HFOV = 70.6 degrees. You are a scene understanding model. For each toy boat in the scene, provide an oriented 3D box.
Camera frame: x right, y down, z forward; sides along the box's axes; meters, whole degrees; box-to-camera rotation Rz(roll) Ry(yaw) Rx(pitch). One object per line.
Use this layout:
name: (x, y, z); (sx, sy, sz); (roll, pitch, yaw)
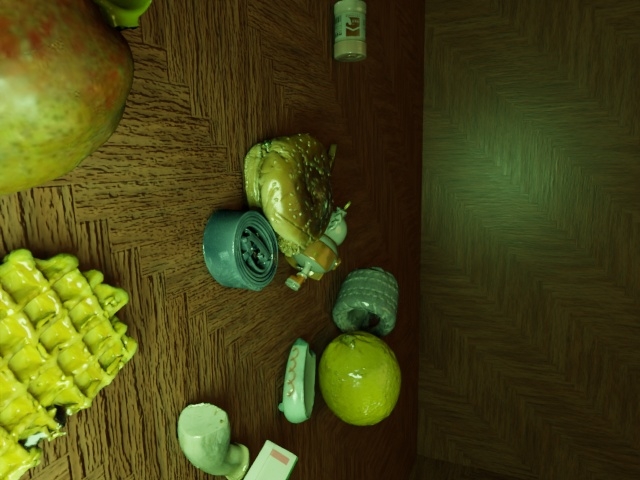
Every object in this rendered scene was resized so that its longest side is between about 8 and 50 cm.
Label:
toy boat: (-0.062, 0.363, 1.171); (0.134, 0.079, 0.207); (72, 19, -55)

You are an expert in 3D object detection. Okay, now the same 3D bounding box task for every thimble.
thimble: (0.157, 0.207, 1.474); (0.236, 0.205, 0.172); (70, 31, -42)

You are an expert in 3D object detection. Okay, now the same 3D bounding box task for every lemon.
lemon: (0.117, 0.401, 1.345); (0.253, 0.254, 0.310); (-53, 139, -53)

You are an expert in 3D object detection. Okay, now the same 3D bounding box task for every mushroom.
mushroom: (-0.192, 0.384, 0.834); (0.092, 0.081, 0.223); (-44, 139, -31)

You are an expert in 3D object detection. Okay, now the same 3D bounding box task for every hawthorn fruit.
hawthorn fruit: (-0.297, -0.138, 0.386); (0.248, 0.208, 0.207); (-46, 137, -31)

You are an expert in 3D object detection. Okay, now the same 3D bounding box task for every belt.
belt: (-0.151, 0.021, 0.876); (0.190, 0.082, 0.141); (59, 41, -56)

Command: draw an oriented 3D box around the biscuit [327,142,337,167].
biscuit: (0.010, -0.164, 1.253); (0.158, 0.035, 0.240); (101, 1, -67)

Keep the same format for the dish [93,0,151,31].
dish: (-0.277, -0.374, 0.493); (0.221, 0.109, 0.262); (29, 65, -65)

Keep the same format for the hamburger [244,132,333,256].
hamburger: (-0.066, -0.105, 1.000); (0.243, 0.147, 0.285); (42, 56, -54)

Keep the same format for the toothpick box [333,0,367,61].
toothpick box: (0.088, -0.619, 1.341); (0.098, 0.099, 0.148); (-15, 105, -66)

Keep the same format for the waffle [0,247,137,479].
waffle: (-0.334, 0.146, 0.488); (0.309, 0.065, 0.282); (25, 68, -62)

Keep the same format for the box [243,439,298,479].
box: (-0.128, 0.526, 0.914); (0.135, 0.081, 0.198); (-48, 163, -57)

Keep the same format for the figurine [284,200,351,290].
figurine: (0.006, 0.008, 1.130); (0.271, 0.143, 0.143); (-41, 136, -22)
